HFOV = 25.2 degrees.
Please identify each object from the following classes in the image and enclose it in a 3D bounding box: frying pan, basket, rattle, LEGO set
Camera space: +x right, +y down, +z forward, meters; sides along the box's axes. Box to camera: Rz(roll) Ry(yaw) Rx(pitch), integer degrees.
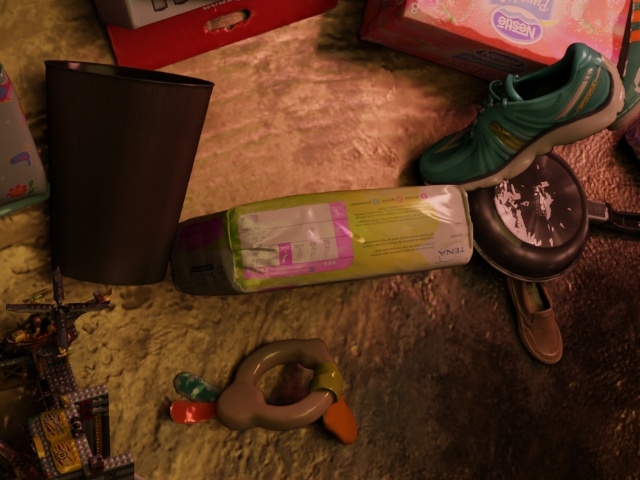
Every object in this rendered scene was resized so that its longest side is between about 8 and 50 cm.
[{"bbox_3d":[0.320,-0.016,1.838,0.326,0.053,0.197,27,63,-13],"label":"frying pan"},{"bbox_3d":[-0.221,-0.073,1.578,0.154,0.204,0.227,-9,108,-58],"label":"basket"},{"bbox_3d":[-0.068,0.204,1.702,0.199,0.143,0.130,-23,62,-6],"label":"rattle"},{"bbox_3d":[-0.315,0.186,1.436,0.254,0.192,0.331,-7,51,-13],"label":"LEGO set"}]

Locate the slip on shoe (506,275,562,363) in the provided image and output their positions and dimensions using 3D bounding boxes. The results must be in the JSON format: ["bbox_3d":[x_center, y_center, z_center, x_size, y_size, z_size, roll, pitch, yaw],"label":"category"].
[{"bbox_3d":[0.280,0.095,1.837,0.051,0.041,0.135,-19,93,-21],"label":"slip on shoe"}]

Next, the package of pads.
[{"bbox_3d":[0.000,0.000,1.635,0.296,0.229,0.101,-7,89,-22],"label":"package of pads"}]

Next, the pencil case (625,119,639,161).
[{"bbox_3d":[0.494,-0.094,1.915,0.206,0.086,0.088,51,44,-12],"label":"pencil case"}]

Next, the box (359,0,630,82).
[{"bbox_3d":[0.219,-0.289,1.785,0.299,0.142,0.154,16,82,-19],"label":"box"}]

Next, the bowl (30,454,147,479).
[{"bbox_3d":[-0.280,0.396,1.496,0.311,0.163,0.312,3,49,-4],"label":"bowl"}]

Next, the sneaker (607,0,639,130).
[{"bbox_3d":[0.402,-0.289,1.882,0.121,0.108,0.302,31,68,-16],"label":"sneaker"}]

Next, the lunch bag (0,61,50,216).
[{"bbox_3d":[-0.435,-0.098,1.465,0.262,0.223,0.160,-23,59,-12],"label":"lunch bag"}]

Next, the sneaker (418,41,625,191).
[{"bbox_3d":[0.230,-0.154,1.741,0.110,0.275,0.107,43,28,-36],"label":"sneaker"}]

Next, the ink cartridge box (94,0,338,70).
[{"bbox_3d":[-0.112,-0.352,1.640,0.309,0.130,0.272,-23,109,-20],"label":"ink cartridge box"}]
